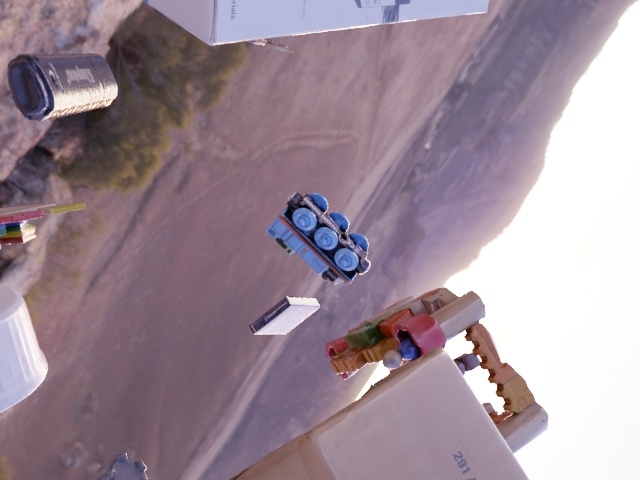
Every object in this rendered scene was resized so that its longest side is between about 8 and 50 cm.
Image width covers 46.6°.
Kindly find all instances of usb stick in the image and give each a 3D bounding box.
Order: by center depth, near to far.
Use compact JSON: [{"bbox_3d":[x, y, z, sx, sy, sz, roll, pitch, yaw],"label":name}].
[{"bbox_3d":[-0.315,-0.197,0.933,0.045,0.077,0.278,-13,-166,4],"label":"usb stick"}]

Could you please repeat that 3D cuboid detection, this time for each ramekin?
[{"bbox_3d":[-0.576,0.169,1.146,0.277,0.277,0.135,-43,133,-62],"label":"ramekin"}]

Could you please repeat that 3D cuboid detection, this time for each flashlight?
[{"bbox_3d":[-0.373,0.428,1.159,0.304,0.103,0.103,-44,-161,30],"label":"flashlight"}]

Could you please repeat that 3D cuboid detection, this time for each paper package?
[{"bbox_3d":[0.104,0.332,0.857,0.309,0.325,0.168,-18,162,-50],"label":"paper package"}]

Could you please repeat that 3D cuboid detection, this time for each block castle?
[{"bbox_3d":[0.173,0.279,1.381,0.213,0.303,0.453,-27,177,-21],"label":"block castle"}]

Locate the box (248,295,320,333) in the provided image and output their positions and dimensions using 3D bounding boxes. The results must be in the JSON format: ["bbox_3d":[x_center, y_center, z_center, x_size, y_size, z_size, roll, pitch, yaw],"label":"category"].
[{"bbox_3d":[-0.081,0.174,1.714,0.116,0.029,0.162,-39,159,15],"label":"box"}]

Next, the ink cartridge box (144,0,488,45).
[{"bbox_3d":[-0.017,-0.284,0.664,0.307,0.223,0.129,-17,131,-34],"label":"ink cartridge box"}]

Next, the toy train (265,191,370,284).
[{"bbox_3d":[0.000,0.000,1.270,0.105,0.184,0.080,-41,-172,39],"label":"toy train"}]

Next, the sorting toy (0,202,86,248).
[{"bbox_3d":[-0.430,-0.013,0.969,0.132,0.274,0.046,-25,109,-62],"label":"sorting toy"}]

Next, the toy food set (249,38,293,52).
[{"bbox_3d":[-0.121,-0.426,1.585,0.078,0.122,0.019,-128,-130,-66],"label":"toy food set"}]
